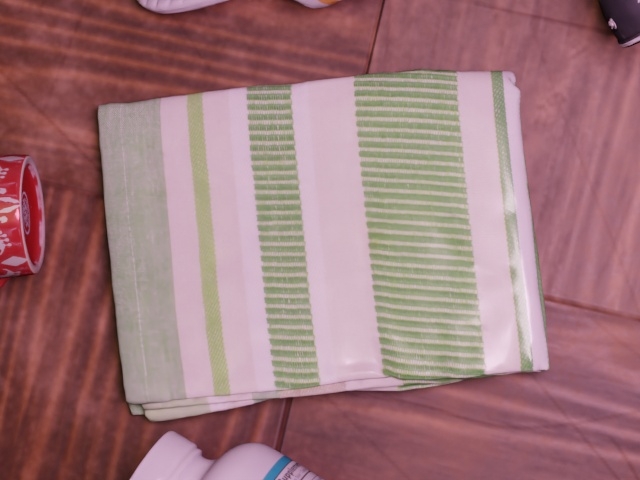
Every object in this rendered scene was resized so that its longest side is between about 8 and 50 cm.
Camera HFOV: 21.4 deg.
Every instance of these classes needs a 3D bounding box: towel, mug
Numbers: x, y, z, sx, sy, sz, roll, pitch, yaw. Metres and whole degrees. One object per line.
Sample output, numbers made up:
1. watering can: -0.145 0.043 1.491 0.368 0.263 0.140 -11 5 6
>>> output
1. towel: 0.000 0.000 1.284 0.325 0.038 0.248 -6 84 8
2. mug: -0.300 -0.003 1.299 0.169 0.150 0.113 -4 49 2

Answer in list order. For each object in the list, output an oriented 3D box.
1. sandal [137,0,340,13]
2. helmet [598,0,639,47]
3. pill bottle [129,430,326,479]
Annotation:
1. sandal: -0.017 -0.224 1.289 0.265 0.076 0.102 -10 69 26
2. helmet: 0.279 -0.203 1.202 0.161 0.169 0.169 22 89 -8
3. pill bottle: -0.020 0.242 1.211 0.264 0.146 0.146 30 90 8
